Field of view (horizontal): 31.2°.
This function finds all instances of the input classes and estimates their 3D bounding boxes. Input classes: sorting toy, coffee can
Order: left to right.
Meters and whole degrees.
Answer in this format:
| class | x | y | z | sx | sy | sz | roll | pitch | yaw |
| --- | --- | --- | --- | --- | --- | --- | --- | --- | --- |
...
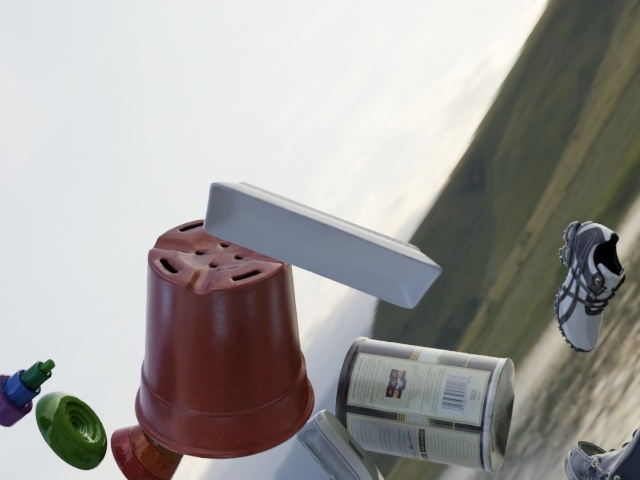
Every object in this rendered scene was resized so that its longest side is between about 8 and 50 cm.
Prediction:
| class | x | y | z | sx | sy | sz | roll | pitch | yaw |
| --- | --- | --- | --- | --- | --- | --- | --- | --- | --- |
| sorting toy | -0.299 | 0.247 | 1.623 | 0.126 | 0.127 | 0.365 | -38 | -43 | 15 |
| coffee can | 0.187 | 0.288 | 2.017 | 0.201 | 0.275 | 0.202 | 7 | -90 | -70 |

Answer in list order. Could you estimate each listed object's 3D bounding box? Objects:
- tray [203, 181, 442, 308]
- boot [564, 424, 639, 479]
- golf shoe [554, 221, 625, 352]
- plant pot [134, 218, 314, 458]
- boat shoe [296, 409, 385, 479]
| class | x | y | z | sx | sy | sz | roll | pitch | yaw |
| --- | --- | --- | --- | --- | --- | --- | --- | --- | --- |
| tray | 0.000 | 0.000 | 1.309 | 0.145 | 0.270 | 0.030 | 113 | 177 | -66 |
| boot | 0.363 | 0.227 | 1.274 | 0.236 | 0.085 | 0.179 | -124 | 51 | -75 |
| golf shoe | 0.399 | 0.072 | 1.681 | 0.077 | 0.094 | 0.198 | -7 | -82 | -30 |
| plant pot | -0.144 | 0.126 | 1.663 | 0.272 | 0.272 | 0.265 | -43 | -40 | -50 |
| boat shoe | 0.044 | 0.389 | 1.904 | 0.081 | 0.227 | 0.079 | -36 | 5 | 12 |
